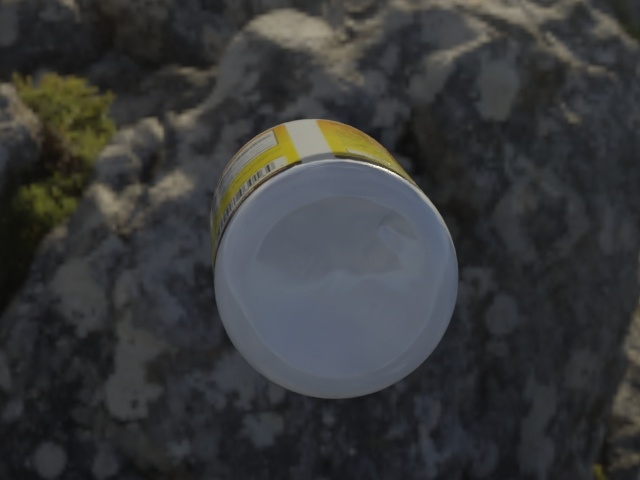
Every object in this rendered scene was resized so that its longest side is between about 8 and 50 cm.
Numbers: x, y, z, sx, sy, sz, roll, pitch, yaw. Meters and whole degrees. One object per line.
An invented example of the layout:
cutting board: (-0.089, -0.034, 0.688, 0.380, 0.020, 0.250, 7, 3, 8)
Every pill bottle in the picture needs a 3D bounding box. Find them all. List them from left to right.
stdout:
pill bottle: (0.000, 0.000, 0.793, 0.117, 0.117, 0.215, -5, 12, -3)
